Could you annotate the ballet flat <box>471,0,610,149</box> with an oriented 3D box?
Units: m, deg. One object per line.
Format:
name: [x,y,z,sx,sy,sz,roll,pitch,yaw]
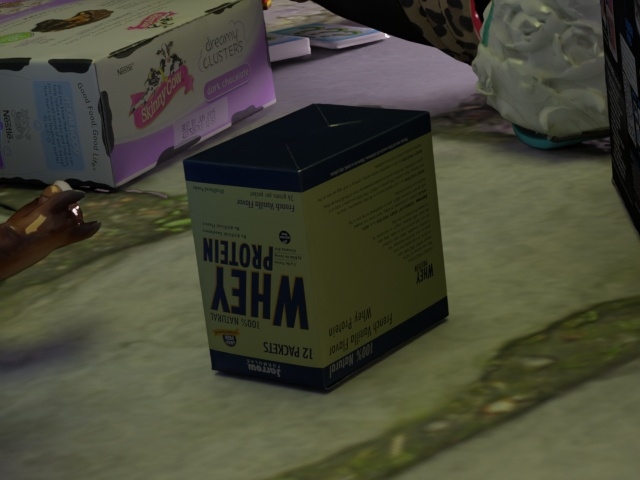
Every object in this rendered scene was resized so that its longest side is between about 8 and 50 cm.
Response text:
ballet flat: [0.276,-0.136,0.979,0.409,0.147,0.147,-9,18,-8]

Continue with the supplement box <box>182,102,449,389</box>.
supplement box: [0.000,0.000,0.736,0.056,0.083,0.083,7,22,37]

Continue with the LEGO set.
LEGO set: [-0.100,-0.151,1.299,0.182,0.060,0.244,-15,18,-35]

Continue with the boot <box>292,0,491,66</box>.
boot: [0.089,-0.187,1.192,0.284,0.138,0.377,24,17,39]

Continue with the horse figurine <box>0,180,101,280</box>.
horse figurine: [-0.226,0.014,0.817,0.263,0.066,0.174,-8,12,-9]

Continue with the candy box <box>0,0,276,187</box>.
candy box: [-0.150,-0.087,1.091,0.196,0.070,0.165,3,20,31]

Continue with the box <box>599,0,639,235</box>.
box: [0.144,-0.125,0.727,0.073,0.293,0.295,-6,17,3]
